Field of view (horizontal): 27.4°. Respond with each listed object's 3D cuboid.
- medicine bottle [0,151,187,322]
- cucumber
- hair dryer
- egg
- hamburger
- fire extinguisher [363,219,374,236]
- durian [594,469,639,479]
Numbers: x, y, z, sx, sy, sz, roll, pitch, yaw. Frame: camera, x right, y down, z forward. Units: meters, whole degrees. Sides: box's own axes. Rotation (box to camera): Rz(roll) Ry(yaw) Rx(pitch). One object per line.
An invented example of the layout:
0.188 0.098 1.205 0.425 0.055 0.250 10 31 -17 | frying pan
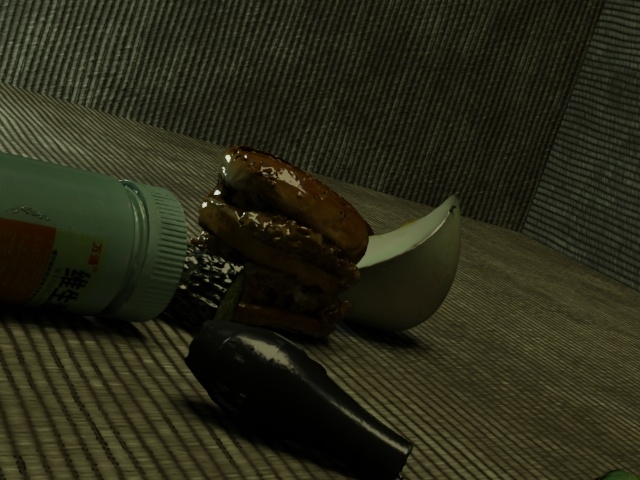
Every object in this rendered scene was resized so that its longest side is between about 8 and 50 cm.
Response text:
-0.311 -0.009 1.369 0.318 0.158 0.158 13 10 -39 | medicine bottle
-0.263 0.009 1.585 0.359 0.096 0.096 22 9 15 | cucumber
0.000 0.151 1.314 0.235 0.091 0.271 30 6 10 | hair dryer
0.085 0.050 1.885 0.271 0.162 0.206 -11 29 21 | egg
-0.058 0.009 1.689 0.245 0.211 0.260 27 5 15 | hamburger
0.000 0.000 2.215 0.105 0.105 0.269 22 10 22 | fire extinguisher
0.279 0.280 1.029 0.137 0.095 0.220 -30 39 -29 | durian
